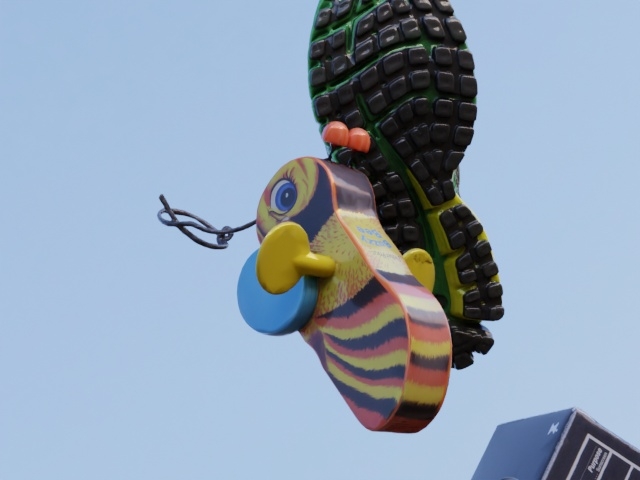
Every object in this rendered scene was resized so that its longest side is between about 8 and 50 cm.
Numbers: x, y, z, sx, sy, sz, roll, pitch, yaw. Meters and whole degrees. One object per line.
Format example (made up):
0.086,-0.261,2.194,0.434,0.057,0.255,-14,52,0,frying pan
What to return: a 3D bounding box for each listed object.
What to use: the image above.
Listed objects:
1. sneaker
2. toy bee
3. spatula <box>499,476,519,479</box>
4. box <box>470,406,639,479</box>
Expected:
0.054,-0.068,1.368,0.134,0.146,0.344,-11,-76,-11,sneaker
0.000,0.000,1.252,0.162,0.298,0.195,-59,-17,17,toy bee
0.236,0.271,1.271,0.030,0.296,0.084,-12,41,57,spatula
0.256,0.360,1.569,0.296,0.294,0.183,-60,12,-20,box
